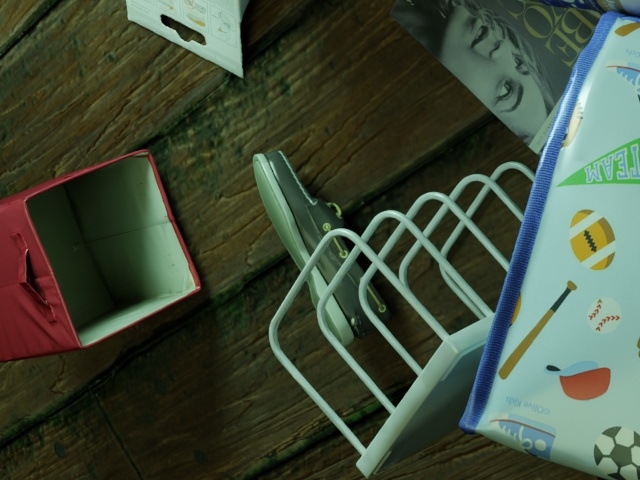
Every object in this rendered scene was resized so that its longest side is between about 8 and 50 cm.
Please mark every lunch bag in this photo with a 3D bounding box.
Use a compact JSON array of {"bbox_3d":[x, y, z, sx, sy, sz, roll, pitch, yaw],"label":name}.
[{"bbox_3d":[0.339,0.022,1.517,0.327,0.239,0.386,15,91,22],"label":"lunch bag"}]

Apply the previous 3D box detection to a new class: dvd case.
[{"bbox_3d":[0.177,-0.207,1.746,0.221,0.018,0.164,45,132,16],"label":"dvd case"}]

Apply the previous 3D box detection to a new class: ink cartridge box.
[{"bbox_3d":[-0.139,-0.306,1.970,0.181,0.056,0.225,30,145,28],"label":"ink cartridge box"}]

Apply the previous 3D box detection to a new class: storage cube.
[{"bbox_3d":[-0.292,0.019,2.127,0.193,0.215,0.184,-12,101,50],"label":"storage cube"}]

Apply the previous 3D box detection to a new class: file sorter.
[{"bbox_3d":[0.121,0.061,1.741,0.173,0.277,0.193,49,133,19],"label":"file sorter"}]

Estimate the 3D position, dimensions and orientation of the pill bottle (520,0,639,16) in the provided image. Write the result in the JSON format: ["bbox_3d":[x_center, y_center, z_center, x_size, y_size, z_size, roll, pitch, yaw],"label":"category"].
[{"bbox_3d":[0.259,-0.252,1.588,0.186,0.112,0.112,13,117,37],"label":"pill bottle"}]

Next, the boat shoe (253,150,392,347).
[{"bbox_3d":[0.000,0.000,1.963,0.228,0.068,0.081,64,170,2],"label":"boat shoe"}]
